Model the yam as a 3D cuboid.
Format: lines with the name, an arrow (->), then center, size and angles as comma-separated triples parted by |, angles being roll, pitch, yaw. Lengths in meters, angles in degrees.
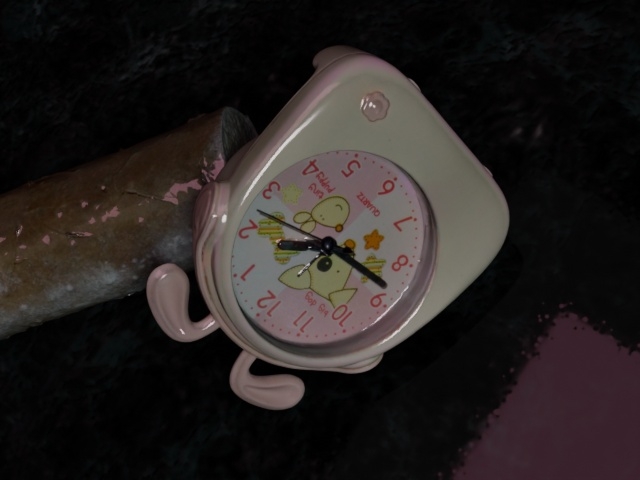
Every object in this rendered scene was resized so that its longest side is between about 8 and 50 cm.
yam -> -0.157, 0.001, 0.701 | 0.259, 0.093, 0.093 | -20, 63, 10

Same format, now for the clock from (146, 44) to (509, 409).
clock -> 0.000, 0.000, 0.629 | 0.191, 0.151, 0.062 | -44, 27, 0
